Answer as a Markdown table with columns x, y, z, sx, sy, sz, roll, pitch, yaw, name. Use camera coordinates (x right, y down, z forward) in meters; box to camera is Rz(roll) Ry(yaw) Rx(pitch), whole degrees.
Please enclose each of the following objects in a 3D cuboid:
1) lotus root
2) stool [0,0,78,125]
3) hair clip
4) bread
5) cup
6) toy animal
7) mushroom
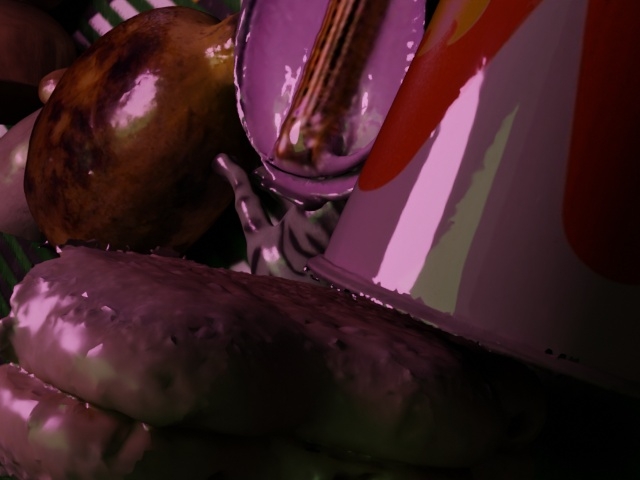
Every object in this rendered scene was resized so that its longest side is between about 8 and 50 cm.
| x | y | z | sx | sy | sz | roll | pitch | yaw | name |
| --- | --- | --- | --- | --- | --- | --- | --- | --- | --- |
| -0.132 | -0.078 | 0.934 | 0.314 | 0.141 | 0.169 | -43 | 48 | 39 | lotus root |
| -0.312 | -0.258 | 1.175 | 0.179 | 0.179 | 0.264 | -9 | 75 | 51 | stool |
| 0.030 | -0.194 | 0.743 | 0.095 | 0.110 | 0.359 | -159 | 88 | -80 | hair clip |
| 0.004 | 0.077 | 0.579 | 0.183 | 0.337 | 0.102 | 18 | 94 | 23 | bread |
| 0.129 | -0.088 | 0.581 | 0.203 | 0.203 | 0.289 | 24 | 94 | 52 | cup |
| -0.011 | -0.007 | 0.815 | 0.170 | 0.089 | 0.255 | 43 | 120 | 39 | toy animal |
| -0.248 | -0.070 | 1.127 | 0.212 | 0.088 | 0.097 | -37 | 74 | 35 | mushroom |
